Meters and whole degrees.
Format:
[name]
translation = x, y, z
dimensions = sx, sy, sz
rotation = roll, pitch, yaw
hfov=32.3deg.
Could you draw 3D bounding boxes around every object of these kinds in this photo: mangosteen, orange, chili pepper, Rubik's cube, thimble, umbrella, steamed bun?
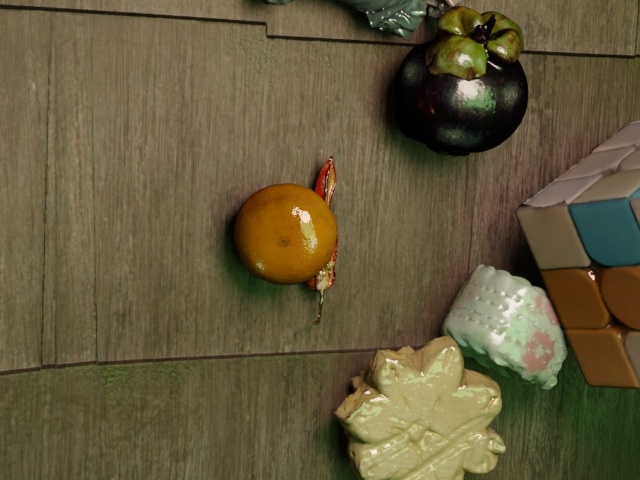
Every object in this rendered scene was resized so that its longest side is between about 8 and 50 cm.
[mangosteen]
translation = 0.222, -0.245, 1.716
dimensions = 0.243, 0.243, 0.243
rotation = -5, 100, -27
[orange]
translation = -0.052, -0.011, 1.664
dimensions = 0.156, 0.124, 0.156
rotation = 1, 104, 3
[chili pepper]
translation = 0.000, 0.000, 1.741
dimensions = 0.059, 0.050, 0.268
rotation = -6, 101, -47
[Rubik's cube]
translation = 0.578, 0.009, 1.723
dimensions = 0.346, 0.347, 0.344
rotation = -35, 108, -31
[thimble]
translation = 0.318, 0.147, 1.846
dimensions = 0.211, 0.185, 0.149
rotation = 27, 81, 10
[umbrella]
translation = 0.055, -0.391, 1.682
dimensions = 0.349, 0.094, 0.143
rotation = 8, 88, -30
[steamed bun]
translation = 0.154, 0.285, 1.820
dimensions = 0.296, 0.137, 0.292
rotation = 6, 104, -14

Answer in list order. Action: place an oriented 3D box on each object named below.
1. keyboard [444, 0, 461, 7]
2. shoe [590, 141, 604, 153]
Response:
[keyboard]
translation = 0.227, -0.417, 1.762
dimensions = 0.055, 0.017, 0.166
rotation = 55, 42, -6
[shoe]
translation = 0.578, -0.054, 1.995
dimensions = 0.137, 0.114, 0.291
rotation = -30, 113, -14
